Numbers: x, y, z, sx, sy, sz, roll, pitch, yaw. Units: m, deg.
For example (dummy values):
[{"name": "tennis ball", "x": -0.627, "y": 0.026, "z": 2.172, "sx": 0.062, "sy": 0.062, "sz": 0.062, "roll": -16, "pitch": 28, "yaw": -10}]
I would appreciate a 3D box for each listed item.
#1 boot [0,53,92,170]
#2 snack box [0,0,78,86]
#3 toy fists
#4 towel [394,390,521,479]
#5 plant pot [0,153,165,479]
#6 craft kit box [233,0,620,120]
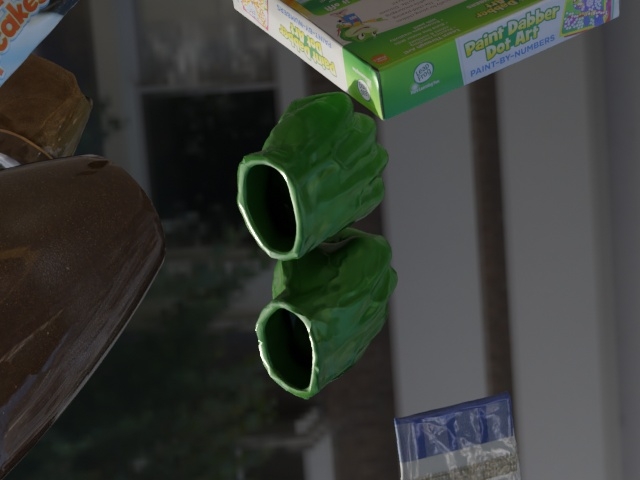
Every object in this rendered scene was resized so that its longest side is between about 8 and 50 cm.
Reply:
[{"name": "boot", "x": -0.340, "y": -0.126, "z": 1.831, "sx": 0.305, "sy": 0.115, "sz": 0.112, "roll": 15, "pitch": 156, "yaw": 35}, {"name": "snack box", "x": -0.217, "y": -0.197, "z": 1.267, "sx": 0.322, "sy": 0.060, "sz": 0.187, "roll": -50, "pitch": -143, "yaw": -10}, {"name": "toy fists", "x": 0.000, "y": 0.000, "z": 1.718, "sx": 0.096, "sy": 0.279, "sz": 0.142, "roll": 18, "pitch": -142, "yaw": 36}, {"name": "towel", "x": 0.191, "y": 0.356, "z": 2.537, "sx": 0.209, "sy": 0.285, "sz": 0.034, "roll": -10, "pitch": -174, "yaw": -36}, {"name": "plant pot", "x": -0.225, "y": 0.038, "z": 1.362, "sx": 0.215, "sy": 0.215, "sz": 0.230, "roll": 6, "pitch": -147, "yaw": 44}, {"name": "craft kit box", "x": 0.087, "y": -0.219, "z": 1.653, "sx": 0.250, "sy": 0.061, "sz": 0.246, "roll": -25, "pitch": -143, "yaw": -22}]
